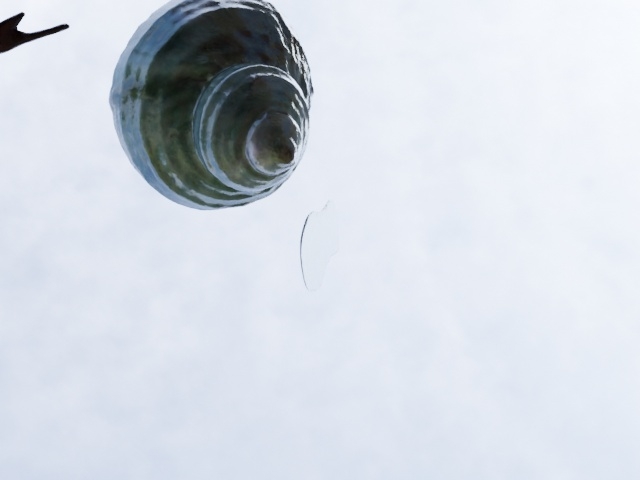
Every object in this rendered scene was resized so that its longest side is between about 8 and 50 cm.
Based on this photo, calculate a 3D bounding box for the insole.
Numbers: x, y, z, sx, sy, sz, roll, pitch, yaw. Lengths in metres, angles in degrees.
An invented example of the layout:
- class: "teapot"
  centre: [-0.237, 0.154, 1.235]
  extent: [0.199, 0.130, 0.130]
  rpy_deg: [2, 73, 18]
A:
- class: "insole"
  centre: [0.000, 0.000, 1.010]
  extent: [0.004, 0.197, 0.065]
  rpy_deg: [-6, -77, 11]

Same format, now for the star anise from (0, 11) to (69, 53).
- class: "star anise"
  centre: [-0.241, -0.092, 0.652]
  extent: [0.141, 0.158, 0.144]
  rpy_deg: [22, -133, -11]

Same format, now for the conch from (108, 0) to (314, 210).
- class: "conch"
  centre: [-0.091, -0.131, 1.066]
  extent: [0.220, 0.277, 0.195]
  rpy_deg: [5, -67, -26]
